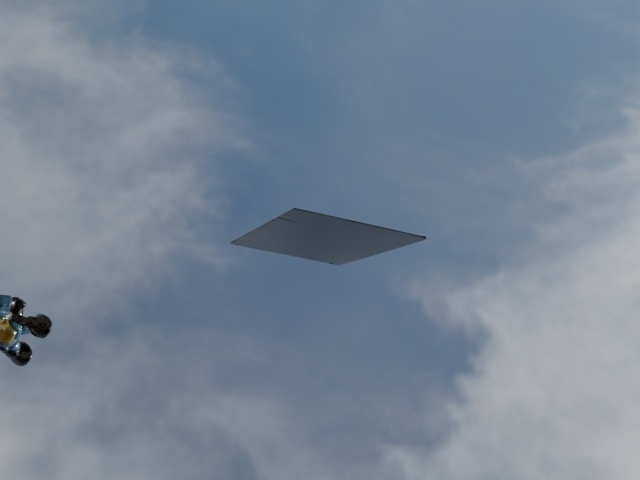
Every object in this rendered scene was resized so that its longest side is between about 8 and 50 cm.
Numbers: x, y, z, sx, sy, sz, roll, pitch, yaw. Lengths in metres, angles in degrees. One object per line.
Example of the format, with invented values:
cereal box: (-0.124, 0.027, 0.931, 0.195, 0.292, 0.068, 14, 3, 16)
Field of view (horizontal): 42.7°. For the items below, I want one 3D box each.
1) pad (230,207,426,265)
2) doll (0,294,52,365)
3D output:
pad: (0.000, 0.000, 0.993, 0.164, 0.243, 0.004, 12, -103, -21)
doll: (-0.356, 0.070, 0.799, 0.070, 0.195, 0.096, 29, -94, 43)
